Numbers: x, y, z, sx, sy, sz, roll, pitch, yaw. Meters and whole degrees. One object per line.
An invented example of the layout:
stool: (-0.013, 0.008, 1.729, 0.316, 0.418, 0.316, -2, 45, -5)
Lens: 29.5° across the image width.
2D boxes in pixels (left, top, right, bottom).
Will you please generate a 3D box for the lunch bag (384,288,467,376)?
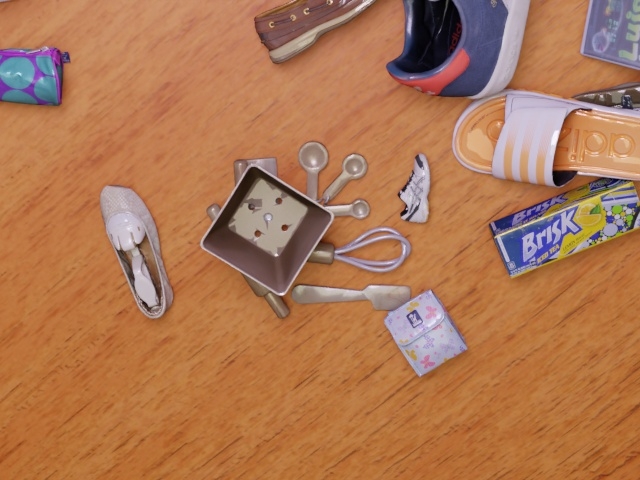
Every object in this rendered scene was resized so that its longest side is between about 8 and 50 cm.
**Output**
lunch bag: (0.124, 0.109, 1.449, 0.071, 0.053, 0.083, -31, 98, 8)

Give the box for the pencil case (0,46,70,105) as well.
pencil case: (-0.359, -0.188, 1.349, 0.152, 0.064, 0.070, 3, 124, -1)

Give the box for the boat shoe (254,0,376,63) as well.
boat shoe: (0.007, -0.262, 1.322, 0.178, 0.064, 0.060, -31, 107, 13)

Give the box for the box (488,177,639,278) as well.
box: (0.284, -0.019, 1.404, 0.169, 0.054, 0.059, -22, 107, 7)

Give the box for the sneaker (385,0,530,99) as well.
sneaker: (0.142, -0.314, 1.246, 0.148, 0.131, 0.350, -7, 111, -32)

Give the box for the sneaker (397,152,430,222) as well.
sneaker: (0.107, -0.059, 1.404, 0.037, 0.032, 0.083, 0, 108, 0)

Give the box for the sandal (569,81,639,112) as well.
sandal: (0.361, -0.147, 1.369, 0.180, 0.049, 0.072, -2, 107, 17)

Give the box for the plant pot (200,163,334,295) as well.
plant pot: (-0.059, -0.020, 1.358, 0.109, 0.096, 0.109, 32, 98, -7)

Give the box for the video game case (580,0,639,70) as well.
video game case: (0.359, -0.271, 1.273, 0.022, 0.173, 0.190, -8, 113, -38)

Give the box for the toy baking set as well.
toy baking set: (-0.007, 0.002, 1.426, 0.197, 0.030, 0.256, -26, 106, 9)

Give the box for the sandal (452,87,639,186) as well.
sandal: (0.274, -0.107, 1.339, 0.265, 0.076, 0.102, 5, 111, 15)

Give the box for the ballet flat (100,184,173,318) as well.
ballet flat: (-0.212, 0.014, 1.420, 0.057, 0.052, 0.168, -20, 107, 7)
